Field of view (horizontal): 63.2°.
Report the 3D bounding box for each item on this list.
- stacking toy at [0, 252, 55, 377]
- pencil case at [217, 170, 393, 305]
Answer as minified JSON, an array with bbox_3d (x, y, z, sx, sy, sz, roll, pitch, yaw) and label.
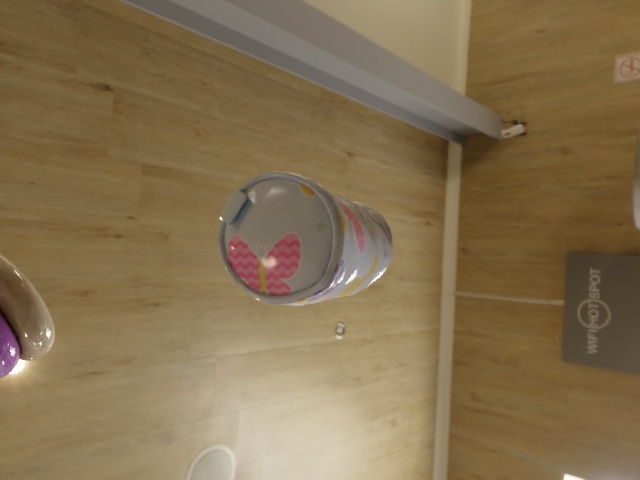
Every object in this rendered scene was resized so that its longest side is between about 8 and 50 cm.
[{"bbox_3d":[-0.400,0.135,0.418,0.330,0.141,0.141,-44,-57,-43],"label":"stacking toy"},{"bbox_3d":[0.000,0.000,0.548,0.124,0.113,0.273,50,-168,11],"label":"pencil case"}]
